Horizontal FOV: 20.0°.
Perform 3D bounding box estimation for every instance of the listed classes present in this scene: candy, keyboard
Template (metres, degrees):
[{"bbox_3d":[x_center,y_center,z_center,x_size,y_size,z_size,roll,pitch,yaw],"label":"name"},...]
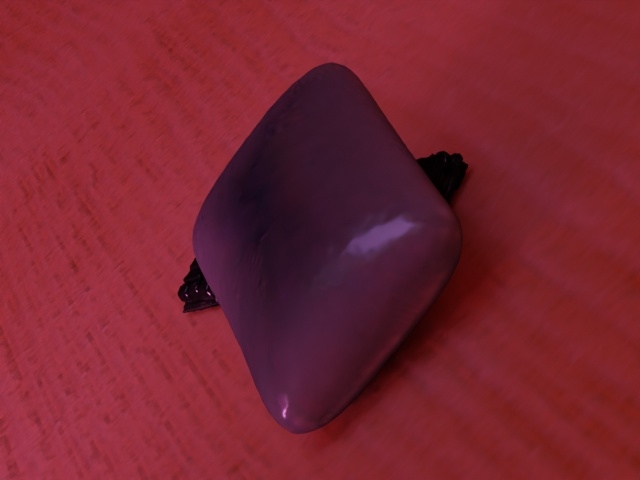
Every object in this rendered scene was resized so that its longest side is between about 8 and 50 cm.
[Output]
[{"bbox_3d":[0.000,0.000,0.923,0.138,0.071,0.174,-53,36,17],"label":"candy"},{"bbox_3d":[-0.008,-0.003,1.028,0.231,0.023,0.072,-13,45,52],"label":"keyboard"}]
